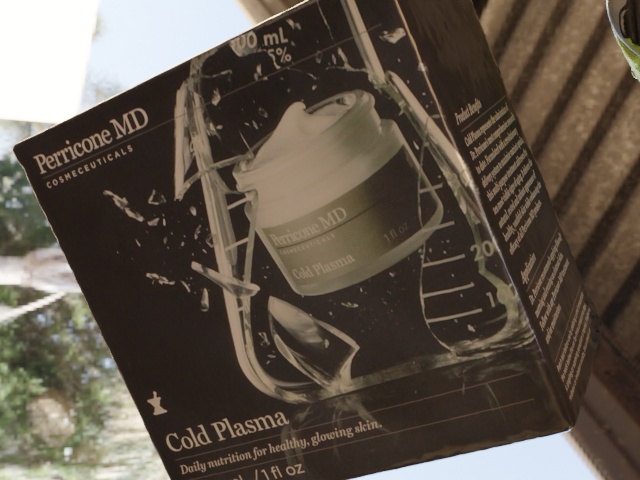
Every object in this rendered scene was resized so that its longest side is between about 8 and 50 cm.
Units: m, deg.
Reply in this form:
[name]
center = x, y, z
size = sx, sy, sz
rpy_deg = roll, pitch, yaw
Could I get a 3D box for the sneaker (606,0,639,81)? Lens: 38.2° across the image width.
[sneaker]
center = 0.383, -0.187, 0.973
size = 0.147, 0.384, 0.145
rpy_deg = 22, -88, 44

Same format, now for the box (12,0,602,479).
[box]
center = 0.000, 0.000, 1.053
size = 0.479, 0.297, 0.472
rpy_deg = -20, -83, 26
